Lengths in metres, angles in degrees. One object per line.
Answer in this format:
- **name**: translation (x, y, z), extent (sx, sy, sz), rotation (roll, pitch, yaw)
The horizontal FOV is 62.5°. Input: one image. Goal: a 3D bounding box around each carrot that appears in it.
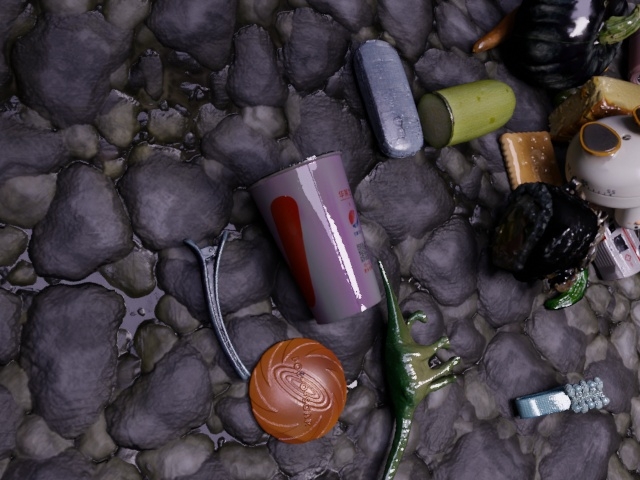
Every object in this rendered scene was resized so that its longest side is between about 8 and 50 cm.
- **carrot**: translation (0.464, -0.537, 1.364), extent (0.210, 0.061, 0.061), rotation (-38, 91, -19)

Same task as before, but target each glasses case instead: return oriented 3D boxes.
- **glasses case**: translation (0.151, -0.318, 1.182), extent (0.109, 0.067, 0.282), rotation (-11, 82, -25)

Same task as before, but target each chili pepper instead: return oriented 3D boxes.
- **chili pepper**: translation (0.592, 0.092, 1.250), extent (0.073, 0.050, 0.182), rotation (30, 71, -19)

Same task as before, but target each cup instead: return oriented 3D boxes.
- **cup**: translation (0.000, 0.000, 0.992), extent (0.203, 0.203, 0.288), rotation (-23, 91, -24)

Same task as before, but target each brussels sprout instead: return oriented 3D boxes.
- **brussels sprout**: translation (0.654, -0.382, 1.394), extent (0.084, 0.046, 0.050), rotation (-11, 74, -21)

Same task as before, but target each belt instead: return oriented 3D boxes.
- **belt**: translation (0.508, 0.344, 1.129), extent (0.179, 0.100, 0.065), rotation (-8, 76, -19)

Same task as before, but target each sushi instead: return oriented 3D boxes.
- **sushi**: translation (0.511, -0.002, 1.148), extent (0.219, 0.238, 0.225), rotation (26, 34, -20)

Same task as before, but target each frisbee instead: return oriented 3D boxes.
- **frisbee**: translation (-0.037, 0.277, 0.979), extent (0.192, 0.035, 0.191), rotation (5, 76, -19)

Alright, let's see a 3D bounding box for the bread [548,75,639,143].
- **bread**: translation (0.747, -0.303, 1.335), extent (0.275, 0.185, 0.114), rotation (8, 65, -18)

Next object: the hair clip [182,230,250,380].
- **hair clip**: translation (-0.184, 0.123, 0.965), extent (0.083, 0.048, 0.275), rotation (-11, 85, -24)

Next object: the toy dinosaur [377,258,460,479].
- **toy dinosaur**: translation (0.128, 0.284, 1.020), extent (0.301, 0.087, 0.446), rotation (-28, 85, -17)

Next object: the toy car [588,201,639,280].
- **toy car**: translation (0.707, -0.007, 1.297), extent (0.108, 0.089, 0.209), rotation (-26, 90, -19)

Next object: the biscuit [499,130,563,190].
- **biscuit**: translation (0.535, -0.152, 1.300), extent (0.160, 0.030, 0.249), rotation (-7, 79, -22)

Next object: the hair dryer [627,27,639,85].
- **hair dryer**: translation (1.049, -0.510, 1.543), extent (0.353, 0.125, 0.210), rotation (21, 71, -21)

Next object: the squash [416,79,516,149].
- **squash**: translation (0.355, -0.305, 1.219), extent (0.247, 0.132, 0.132), rotation (-21, 85, -23)

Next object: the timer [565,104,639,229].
- **timer**: translation (0.686, -0.164, 1.204), extent (0.234, 0.240, 0.233), rotation (-10, 49, 12)

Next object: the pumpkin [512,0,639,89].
- **pumpkin**: translation (0.634, -0.509, 1.286), extent (0.296, 0.296, 0.295), rotation (5, 75, -19)
